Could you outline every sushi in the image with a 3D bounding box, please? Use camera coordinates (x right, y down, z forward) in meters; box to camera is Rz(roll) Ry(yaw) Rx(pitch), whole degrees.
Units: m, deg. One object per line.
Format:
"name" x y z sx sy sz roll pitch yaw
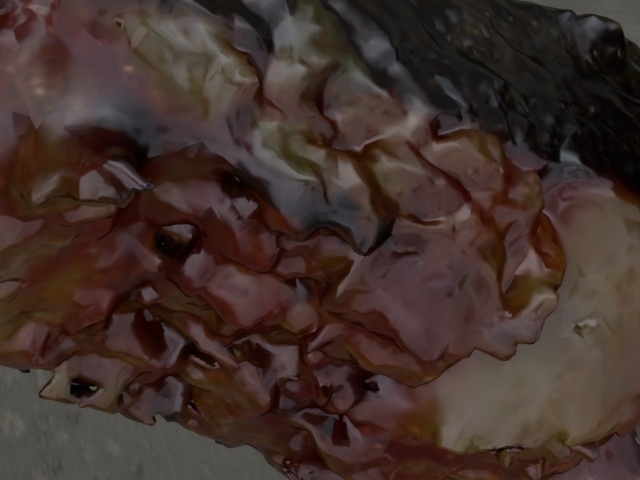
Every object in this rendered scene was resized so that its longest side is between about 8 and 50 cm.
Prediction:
"sushi" 0.000 0.000 0.620 0.343 0.182 0.196 22 134 -26
